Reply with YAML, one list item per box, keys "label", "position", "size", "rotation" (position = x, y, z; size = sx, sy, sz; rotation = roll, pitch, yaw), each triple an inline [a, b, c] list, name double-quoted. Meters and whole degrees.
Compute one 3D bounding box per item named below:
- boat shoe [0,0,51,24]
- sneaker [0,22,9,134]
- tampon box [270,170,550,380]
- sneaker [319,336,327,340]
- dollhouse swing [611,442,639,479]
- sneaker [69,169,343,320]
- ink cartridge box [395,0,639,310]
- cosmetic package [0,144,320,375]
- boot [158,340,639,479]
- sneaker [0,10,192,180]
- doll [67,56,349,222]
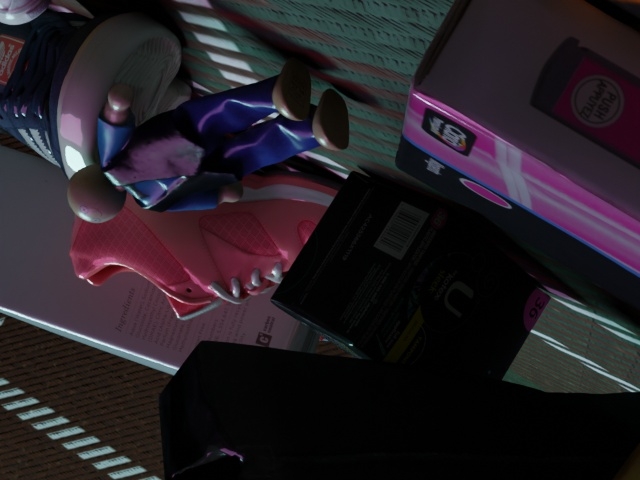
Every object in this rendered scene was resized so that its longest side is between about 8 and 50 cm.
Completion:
- label: "boat shoe"
  position: [-0.273, -0.209, 1.101]
  size: [0.184, 0.066, 0.063]
  rotation: [32, 162, 27]
- label: "sneaker"
  position: [-0.229, -0.150, 1.370]
  size: [0.283, 0.107, 0.124]
  rotation: [21, -143, -39]
- label: "tampon box"
  position: [0.070, 0.045, 1.160]
  size: [0.161, 0.120, 0.101]
  rotation: [36, 174, -42]
- label: "sneaker"
  position: [0.071, 0.086, 1.876]
  size: [0.262, 0.104, 0.125]
  rotation: [24, -160, 17]
- label: "dollhouse swing"
  position: [0.289, 0.247, 0.733]
  size: [0.347, 0.315, 0.305]
  rotation: [31, -149, 5]
- label: "sneaker"
  position: [-0.070, 0.010, 1.317]
  size: [0.314, 0.136, 0.116]
  rotation: [11, 169, 16]
- label: "ink cartridge box"
  position: [0.201, 0.027, 0.583]
  size: [0.371, 0.069, 0.176]
  rotation: [29, 175, 4]
- label: "cosmetic package"
  position: [-0.189, 0.032, 1.507]
  size: [0.385, 0.156, 0.217]
  rotation: [20, 174, 6]
- label: "boot"
  position: [0.130, 0.239, 1.007]
  size: [0.445, 0.146, 0.367]
  rotation: [10, -140, -31]
- label: "sneaker"
  position: [-0.187, -0.111, 1.120]
  size: [0.148, 0.131, 0.350]
  rotation: [27, 175, -1]
- label: "doll"
  position: [-0.081, -0.056, 0.940]
  size: [0.189, 0.046, 0.129]
  rotation: [-20, 142, 31]
